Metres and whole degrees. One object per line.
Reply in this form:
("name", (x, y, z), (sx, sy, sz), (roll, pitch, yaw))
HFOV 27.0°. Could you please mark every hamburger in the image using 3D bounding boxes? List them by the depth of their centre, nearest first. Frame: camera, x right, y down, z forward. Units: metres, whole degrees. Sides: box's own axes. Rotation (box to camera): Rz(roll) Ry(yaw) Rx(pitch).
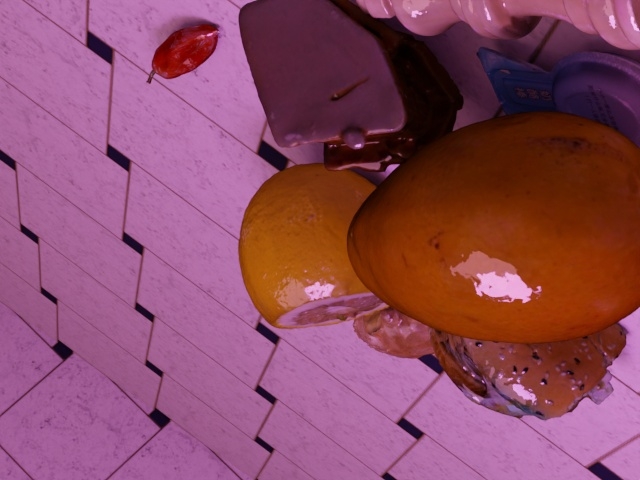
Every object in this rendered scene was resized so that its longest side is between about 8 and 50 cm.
("hamburger", (0.260, 0.139, 1.796), (0.288, 0.192, 0.168), (35, 146, 8))

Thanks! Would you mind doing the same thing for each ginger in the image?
("ginger", (0.132, 0.131, 2.051), (0.157, 0.102, 0.216), (20, 161, -28))

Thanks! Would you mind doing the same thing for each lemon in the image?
("lemon", (0.000, 0.000, 1.862), (0.240, 0.240, 0.219), (131, 128, -66))

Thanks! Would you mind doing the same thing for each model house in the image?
("model house", (0.048, -0.185, 1.540), (0.199, 0.220, 0.229), (-12, 174, 29))

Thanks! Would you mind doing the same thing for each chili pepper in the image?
("chili pepper", (-0.195, -0.265, 1.872), (0.059, 0.050, 0.191), (49, 142, -16))

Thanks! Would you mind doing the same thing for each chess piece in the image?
("chess piece", (0.179, -0.247, 1.308), (0.397, 0.117, 0.117), (11, 145, 49))

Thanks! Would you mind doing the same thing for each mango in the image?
("mango", (0.185, -0.003, 1.419), (0.300, 0.232, 0.445), (-1, 174, -25))

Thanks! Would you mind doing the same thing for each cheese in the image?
("cheese", (0.279, -0.150, 1.401), (0.244, 0.052, 0.135), (14, 145, 43))
